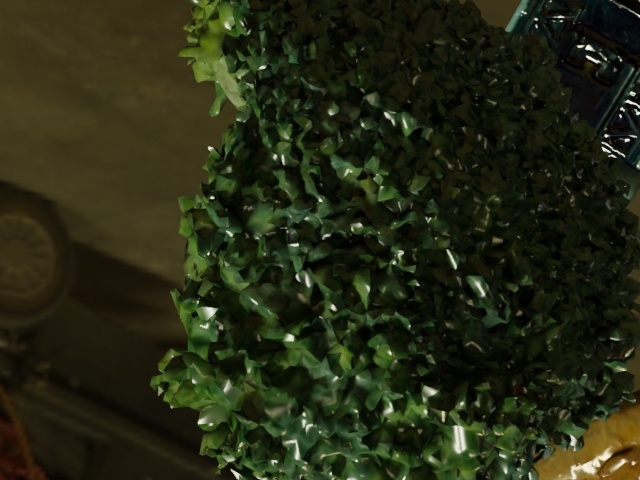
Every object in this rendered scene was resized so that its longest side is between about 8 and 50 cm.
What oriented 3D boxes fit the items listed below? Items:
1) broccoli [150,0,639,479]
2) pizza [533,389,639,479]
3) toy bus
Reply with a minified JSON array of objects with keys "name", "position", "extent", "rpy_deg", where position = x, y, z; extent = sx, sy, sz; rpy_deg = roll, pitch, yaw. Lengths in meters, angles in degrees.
[{"name":"broccoli","position":[0.000,0.000,0.538],"extent":[0.194,0.219,0.194],"rpy_deg":[-20,-179,0]},{"name":"pizza","position":[0.173,0.158,0.670],"extent":[0.147,0.069,0.226],"rpy_deg":[-12,119,28]},{"name":"toy bus","position":[0.194,-0.132,0.964],"extent":[0.133,0.271,0.165],"rpy_deg":[33,-155,10]}]
